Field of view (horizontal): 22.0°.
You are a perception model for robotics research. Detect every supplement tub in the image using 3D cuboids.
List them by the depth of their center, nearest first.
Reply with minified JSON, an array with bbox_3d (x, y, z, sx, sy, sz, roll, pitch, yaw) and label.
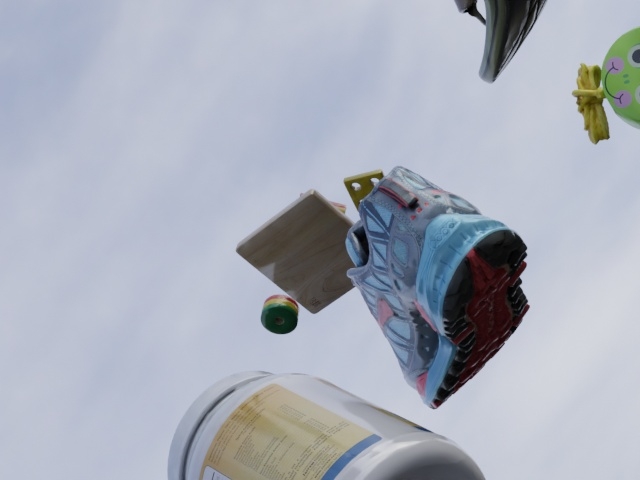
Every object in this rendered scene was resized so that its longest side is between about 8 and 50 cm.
[{"bbox_3d":[0.002,0.171,1.082,0.144,0.200,0.144,-10,-72,-34],"label":"supplement tub"}]

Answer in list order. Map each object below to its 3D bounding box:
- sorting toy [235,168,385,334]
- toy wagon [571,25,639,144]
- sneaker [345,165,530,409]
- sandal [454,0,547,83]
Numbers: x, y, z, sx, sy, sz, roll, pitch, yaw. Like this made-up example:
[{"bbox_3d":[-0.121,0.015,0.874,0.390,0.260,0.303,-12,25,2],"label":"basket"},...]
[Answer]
[{"bbox_3d":[0.000,0.000,1.921,0.274,0.132,0.046,-36,26,32],"label":"sorting toy"},{"bbox_3d":[0.358,-0.148,1.255,0.068,0.344,0.267,33,-133,-65],"label":"toy wagon"},{"bbox_3d":[0.079,0.026,1.188,0.104,0.125,0.262,-41,-21,-18],"label":"sneaker"},{"bbox_3d":[0.178,-0.288,1.700,0.120,0.086,0.303,-53,-28,-26],"label":"sandal"}]
